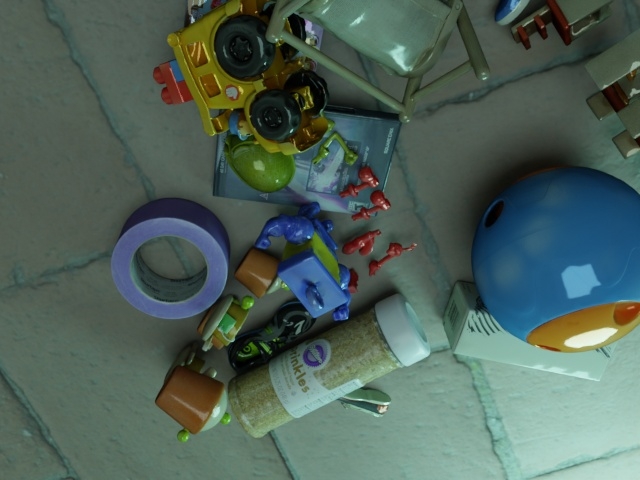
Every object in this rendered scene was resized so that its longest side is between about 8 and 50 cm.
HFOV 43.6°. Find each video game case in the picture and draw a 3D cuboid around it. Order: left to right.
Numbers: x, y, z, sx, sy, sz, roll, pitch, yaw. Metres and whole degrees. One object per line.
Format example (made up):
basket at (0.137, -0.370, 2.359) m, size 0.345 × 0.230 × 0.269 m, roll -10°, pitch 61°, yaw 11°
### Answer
video game case at (-0.026, -0.131, 1.255) m, size 0.274 × 0.026 × 0.196 m, roll 6°, pitch 133°, yaw -6°

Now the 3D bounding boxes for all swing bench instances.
swing bench at (0.085, -0.338, 1.046) m, size 0.253 × 0.255 × 0.165 m, roll 25°, pitch 147°, yaw -34°

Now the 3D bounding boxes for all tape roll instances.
tape roll at (-0.246, 0.030, 1.327) m, size 0.189 × 0.080 × 0.189 m, roll -1°, pitch 117°, yaw -1°

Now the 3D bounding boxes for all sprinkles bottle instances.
sprinkles bottle at (0.013, 0.223, 1.410) m, size 0.355 × 0.121 × 0.121 m, roll -29°, pitch 114°, yaw 12°

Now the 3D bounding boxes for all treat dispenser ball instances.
treat dispenser ball at (0.378, 0.028, 1.233) m, size 0.288 × 0.288 × 0.288 m, roll -1°, pitch 117°, yaw -2°

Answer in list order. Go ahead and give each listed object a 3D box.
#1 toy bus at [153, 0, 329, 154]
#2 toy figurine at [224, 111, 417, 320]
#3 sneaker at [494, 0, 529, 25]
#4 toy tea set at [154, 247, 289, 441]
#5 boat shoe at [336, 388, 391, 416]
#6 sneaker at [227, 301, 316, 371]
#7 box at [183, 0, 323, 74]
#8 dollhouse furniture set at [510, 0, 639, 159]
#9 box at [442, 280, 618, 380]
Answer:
toy bus at (-0.117, -0.212, 1.100) m, size 0.211 × 0.149 × 0.220 m, roll -15°, pitch 107°, yaw 25°
toy figurine at (0.000, 0.000, 1.202) m, size 0.191 × 0.217 × 0.362 m, roll -21°, pitch 127°, yaw 20°
sneaker at (0.273, -0.392, 1.144) m, size 0.084 × 0.058 × 0.152 m, roll 24°, pitch 109°, yaw -20°
toy tea set at (-0.149, 0.178, 1.342) m, size 0.124 × 0.200 × 0.336 m, roll 33°, pitch 106°, yaw -8°
boat shoe at (0.064, 0.297, 1.492) m, size 0.137 × 0.049 × 0.043 m, roll 15°, pitch 117°, yaw -15°
sneaker at (-0.083, 0.174, 1.405) m, size 0.188 × 0.078 × 0.067 m, roll -33°, pitch 113°, yaw 13°
box at (-0.088, -0.359, 1.149) m, size 0.200 × 0.057 × 0.293 m, roll 7°, pitch 116°, yaw -7°
dollhouse furniture set at (0.401, -0.230, 1.142) m, size 0.135 × 0.262 × 0.259 m, roll -33°, pitch 80°, yaw 16°
box at (0.362, 0.158, 1.397) m, size 0.275 × 0.113 × 0.094 m, roll 11°, pitch 115°, yaw -9°
